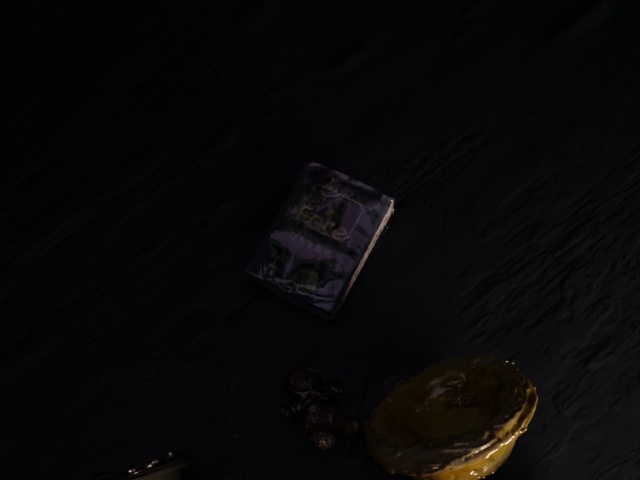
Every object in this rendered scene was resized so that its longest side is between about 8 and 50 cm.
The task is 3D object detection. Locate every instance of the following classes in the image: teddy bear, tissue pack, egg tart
[{"bbox_3d":[-0.003,0.273,1.684,0.119,0.078,0.160,-18,47,-22],"label":"teddy bear"},{"bbox_3d":[0.000,0.000,1.780,0.173,0.073,0.235,27,74,11],"label":"tissue pack"},{"bbox_3d":[0.200,0.284,1.593,0.288,0.288,0.118,-17,107,-3],"label":"egg tart"}]

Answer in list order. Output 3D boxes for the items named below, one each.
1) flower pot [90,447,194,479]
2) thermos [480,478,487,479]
[{"bbox_3d":[-0.293,0.464,1.538,0.290,0.290,0.259,-14,80,-2],"label":"flower pot"},{"bbox_3d":[0.220,0.471,1.574,0.099,0.124,0.232,16,79,16],"label":"thermos"}]
